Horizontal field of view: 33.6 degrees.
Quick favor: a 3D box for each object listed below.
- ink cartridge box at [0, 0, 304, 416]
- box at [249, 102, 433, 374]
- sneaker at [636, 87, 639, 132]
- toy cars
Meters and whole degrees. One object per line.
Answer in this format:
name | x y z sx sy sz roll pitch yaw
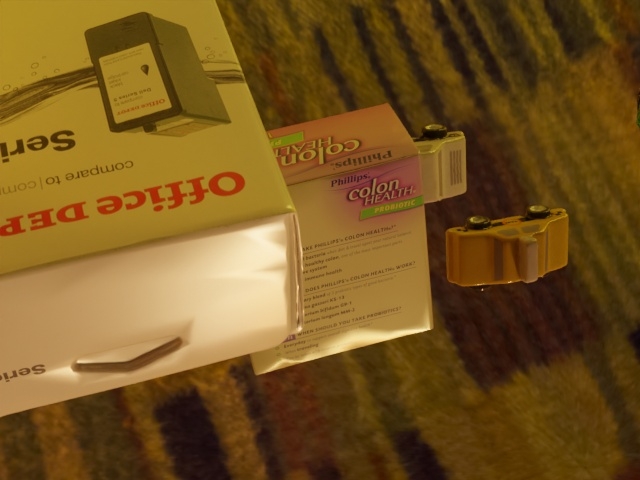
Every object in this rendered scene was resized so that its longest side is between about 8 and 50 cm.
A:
ink cartridge box | -0.141 -0.056 0.625 0.198 0.114 0.273 -14 51 -11
box | 0.000 0.000 1.165 0.214 0.243 0.117 -14 38 -7
sneaker | 0.435 -0.173 1.259 0.146 0.343 0.134 -43 75 17
toy cars | 0.194 -0.035 1.418 0.394 0.087 0.176 33 95 -26
